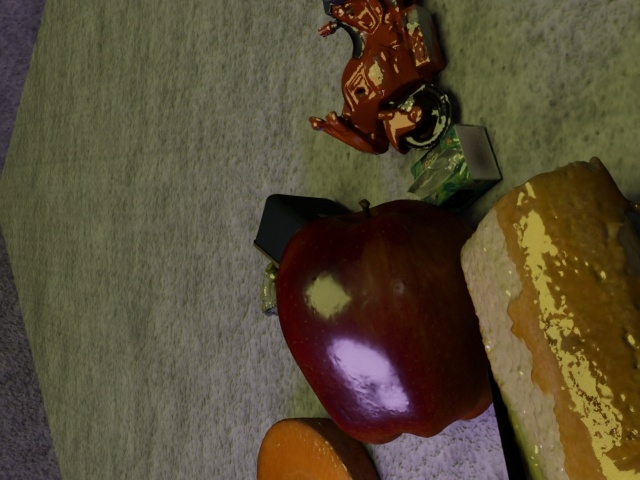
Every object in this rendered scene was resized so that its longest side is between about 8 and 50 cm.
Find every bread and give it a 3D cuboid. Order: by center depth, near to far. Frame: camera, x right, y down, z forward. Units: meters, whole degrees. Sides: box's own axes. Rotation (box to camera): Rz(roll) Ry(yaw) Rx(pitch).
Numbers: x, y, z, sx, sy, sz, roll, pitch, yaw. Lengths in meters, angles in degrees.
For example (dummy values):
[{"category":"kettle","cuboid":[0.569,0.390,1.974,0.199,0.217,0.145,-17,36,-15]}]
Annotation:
[{"category":"bread","cuboid":[0.283,0.121,1.093,0.236,0.165,0.375,119,138,-61]},{"category":"bread","cuboid":[-0.034,0.061,1.721,0.156,0.103,0.110,-25,57,51]}]

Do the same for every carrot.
[{"category":"carrot","cuboid":[0.010,0.425,1.658,0.307,0.100,0.258,57,135,31]}]

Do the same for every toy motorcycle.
[{"category":"toy motorcycle","cuboid":[0.071,-0.260,1.509,0.221,0.148,0.325,-22,72,34]}]

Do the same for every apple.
[{"category":"apple","cuboid":[0.089,0.093,1.328,0.288,0.288,0.316,4,113,59]}]

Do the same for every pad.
[{"category":"pad","cuboid":[0.239,0.277,1.155,0.004,0.181,0.267,-23,47,21]}]

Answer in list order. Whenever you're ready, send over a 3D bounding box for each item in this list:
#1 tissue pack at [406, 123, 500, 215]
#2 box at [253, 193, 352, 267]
[{"category":"tissue pack","cuboid":[0.169,-0.090,1.387,0.111,0.079,0.085,-44,54,50]},{"category":"box","cuboid":[0.000,0.000,1.611,0.201,0.144,0.090,37,118,54]}]
